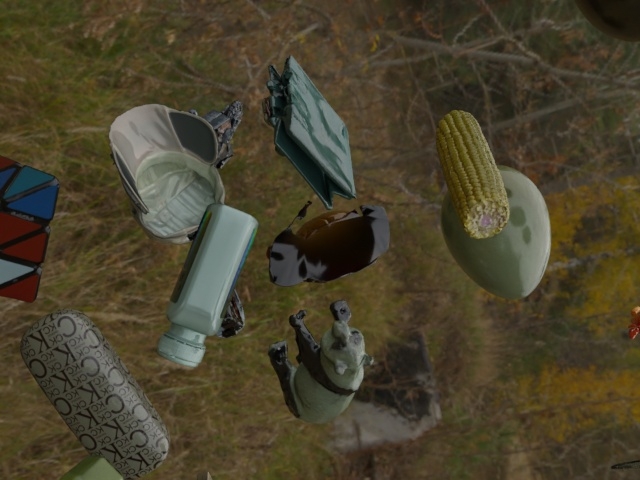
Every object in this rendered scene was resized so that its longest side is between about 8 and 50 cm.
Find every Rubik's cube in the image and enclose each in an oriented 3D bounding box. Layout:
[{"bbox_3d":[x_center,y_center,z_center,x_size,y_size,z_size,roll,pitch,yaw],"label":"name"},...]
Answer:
[{"bbox_3d":[-0.460,0.005,1.054,0.284,0.250,0.234,-85,164,-51],"label":"Rubik's cube"}]

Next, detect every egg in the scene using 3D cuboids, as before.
[{"bbox_3d":[0.374,-0.015,1.453,0.295,0.218,0.218,65,17,-6],"label":"egg"}]

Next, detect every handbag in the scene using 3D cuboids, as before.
[{"bbox_3d":[-0.031,-0.231,1.542,0.274,0.100,0.269,43,31,-44],"label":"handbag"}]

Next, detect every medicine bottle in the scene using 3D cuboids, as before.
[{"bbox_3d":[-0.164,0.064,0.997,0.121,0.083,0.229,174,-63,-78],"label":"medicine bottle"}]

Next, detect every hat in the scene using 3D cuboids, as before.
[{"bbox_3d":[-0.305,-0.122,1.332,0.232,0.161,0.275,-47,118,-39],"label":"hat"}]

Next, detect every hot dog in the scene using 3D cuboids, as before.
[{"bbox_3d":[0.003,0.006,1.668,0.107,0.326,0.194,-10,-96,62],"label":"hot dog"}]

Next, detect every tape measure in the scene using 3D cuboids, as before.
[{"bbox_3d":[-0.278,0.176,1.912,0.181,0.107,0.182,68,1,-61],"label":"tape measure"}]

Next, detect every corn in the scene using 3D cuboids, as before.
[{"bbox_3d":[0.226,-0.109,1.053,0.248,0.081,0.081,-95,161,-46],"label":"corn"}]

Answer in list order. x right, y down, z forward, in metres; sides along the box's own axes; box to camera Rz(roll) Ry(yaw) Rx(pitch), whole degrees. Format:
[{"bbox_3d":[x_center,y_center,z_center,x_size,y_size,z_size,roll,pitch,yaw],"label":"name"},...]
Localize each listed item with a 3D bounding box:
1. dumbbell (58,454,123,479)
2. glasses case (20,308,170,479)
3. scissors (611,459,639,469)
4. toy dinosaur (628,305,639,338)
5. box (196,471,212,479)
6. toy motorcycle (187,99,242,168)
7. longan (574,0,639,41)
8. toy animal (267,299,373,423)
[{"bbox_3d":[-0.256,0.440,0.968,0.302,0.121,0.108,43,-10,5],"label":"dumbbell"},{"bbox_3d":[-0.410,0.287,1.276,0.355,0.137,0.085,59,-1,-13],"label":"glasses case"},{"bbox_3d":[0.601,0.373,1.185,0.022,0.300,0.109,43,61,0],"label":"scissors"},{"bbox_3d":[0.836,0.184,1.752,0.117,0.070,0.288,-54,161,-33],"label":"toy dinosaur"},{"bbox_3d":[-0.204,0.468,1.264,0.053,0.024,0.083,-98,174,-54],"label":"box"},{"bbox_3d":[-0.264,-0.216,1.603,0.173,0.108,0.307,-64,174,34],"label":"toy motorcycle"},{"bbox_3d":[0.492,-0.427,1.080,0.248,0.248,0.248,-15,90,-74],"label":"longan"},{"bbox_3d":[0.003,0.159,0.891,0.121,0.094,0.225,63,-34,25],"label":"toy animal"}]
